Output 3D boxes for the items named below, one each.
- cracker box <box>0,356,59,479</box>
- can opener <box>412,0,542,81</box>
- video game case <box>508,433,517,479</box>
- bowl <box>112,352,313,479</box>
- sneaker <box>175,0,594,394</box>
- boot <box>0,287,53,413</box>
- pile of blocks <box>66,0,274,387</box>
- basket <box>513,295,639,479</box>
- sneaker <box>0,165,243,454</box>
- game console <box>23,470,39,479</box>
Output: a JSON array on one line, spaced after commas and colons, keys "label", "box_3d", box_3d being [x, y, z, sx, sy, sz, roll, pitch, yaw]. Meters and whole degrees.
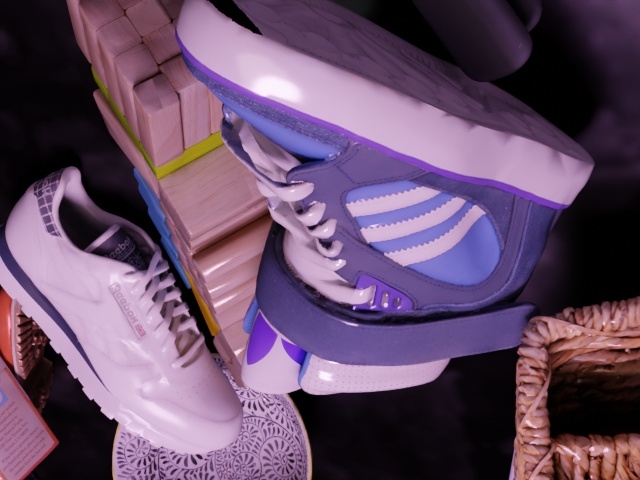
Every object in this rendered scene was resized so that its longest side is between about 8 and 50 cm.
[{"label": "cracker box", "box_3d": [-0.327, 0.093, 1.223, 0.156, 0.067, 0.232, -13, 115, 43]}, {"label": "can opener", "box_3d": [0.052, -0.215, 0.850, 0.095, 0.076, 0.283, -20, 123, 34]}, {"label": "video game case", "box_3d": [0.239, 0.203, 1.201, 0.193, 0.023, 0.212, 11, 133, 9]}, {"label": "bowl", "box_3d": [-0.068, 0.172, 1.222, 0.170, 0.170, 0.080, -2, 174, 24]}, {"label": "sneaker", "box_3d": [0.000, 0.000, 0.911, 0.323, 0.130, 0.236, 16, 116, -46]}, {"label": "boot", "box_3d": [-0.257, 0.080, 1.242, 0.084, 0.059, 0.158, 21, 136, 7]}, {"label": "pile of blocks", "box_3d": [-0.058, -0.049, 1.039, 0.112, 0.149, 0.362, -29, 139, -12]}, {"label": "basket", "box_3d": [0.272, 0.171, 0.963, 0.299, 0.213, 0.223, -4, 142, 1]}, {"label": "sneaker", "box_3d": [-0.135, 0.054, 1.133, 0.235, 0.090, 0.095, 45, 121, -5]}, {"label": "game console", "box_3d": [-0.317, 0.199, 1.401, 0.107, 0.071, 0.122, 19, 143, 47]}]
